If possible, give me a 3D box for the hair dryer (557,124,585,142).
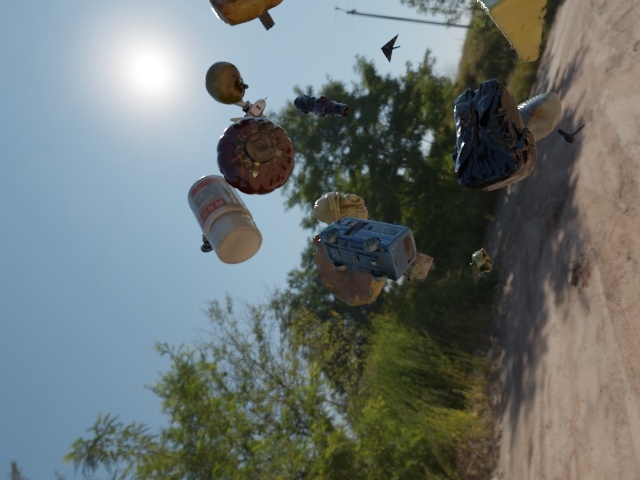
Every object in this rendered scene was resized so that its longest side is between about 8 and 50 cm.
[{"bbox_3d":[0.959,-0.417,1.699,0.083,0.079,0.031,-39,-34,13],"label":"hair dryer"}]

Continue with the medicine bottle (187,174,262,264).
[{"bbox_3d":[-0.397,-0.091,1.840,0.211,0.371,0.211,-21,-41,-19],"label":"medicine bottle"}]

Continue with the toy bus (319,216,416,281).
[{"bbox_3d":[0.122,0.015,1.184,0.134,0.246,0.113,-40,-55,-31],"label":"toy bus"}]

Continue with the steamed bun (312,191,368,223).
[{"bbox_3d":[0.120,-0.165,2.447,0.276,0.289,0.203,58,-127,-84],"label":"steamed bun"}]

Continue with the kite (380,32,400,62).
[{"bbox_3d":[0.281,-0.771,1.795,0.004,0.090,0.122,16,-94,-55],"label":"kite"}]

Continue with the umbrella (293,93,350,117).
[{"bbox_3d":[0.002,-0.607,2.033,0.090,0.326,0.094,9,-76,-48],"label":"umbrella"}]

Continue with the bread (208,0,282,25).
[{"bbox_3d":[-0.327,-1.074,1.866,0.337,0.328,0.148,-31,-20,-5],"label":"bread"}]

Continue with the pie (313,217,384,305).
[{"bbox_3d":[0.103,0.090,1.666,0.083,0.339,0.339,-20,-54,-44],"label":"pie"}]

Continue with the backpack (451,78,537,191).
[{"bbox_3d":[0.710,-0.445,1.903,0.255,0.363,0.445,-3,-101,-37],"label":"backpack"}]

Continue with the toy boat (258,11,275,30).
[{"bbox_3d":[-0.278,-1.088,2.149,0.055,0.060,0.141,-43,-55,-7],"label":"toy boat"}]

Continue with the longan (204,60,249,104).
[{"bbox_3d":[-0.338,-0.573,1.631,0.155,0.176,0.145,3,-84,-67],"label":"longan"}]

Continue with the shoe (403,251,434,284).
[{"bbox_3d":[0.393,0.118,1.932,0.293,0.109,0.149,12,-85,-51],"label":"shoe"}]

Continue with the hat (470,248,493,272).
[{"bbox_3d":[0.549,0.073,1.531,0.077,0.059,0.076,-31,-87,-56],"label":"hat"}]

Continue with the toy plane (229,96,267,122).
[{"bbox_3d":[-0.299,-0.571,2.004,0.101,0.251,0.255,-32,24,47],"label":"toy plane"}]

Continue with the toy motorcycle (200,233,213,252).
[{"bbox_3d":[-0.551,-0.006,2.296,0.212,0.118,0.084,-104,9,-54],"label":"toy motorcycle"}]

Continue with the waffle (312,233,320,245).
[{"bbox_3d":[0.000,0.000,2.286,0.083,0.075,0.029,-36,-28,-33],"label":"waffle"}]

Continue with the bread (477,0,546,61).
[{"bbox_3d":[0.626,-0.707,1.375,0.236,0.198,0.263,44,-149,-29],"label":"bread"}]

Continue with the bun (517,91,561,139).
[{"bbox_3d":[1.092,-0.619,2.350,0.362,0.211,0.362,-35,4,3],"label":"bun"}]

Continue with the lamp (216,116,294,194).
[{"bbox_3d":[-0.248,-0.323,1.721,0.257,0.303,0.303,156,133,-72],"label":"lamp"}]
